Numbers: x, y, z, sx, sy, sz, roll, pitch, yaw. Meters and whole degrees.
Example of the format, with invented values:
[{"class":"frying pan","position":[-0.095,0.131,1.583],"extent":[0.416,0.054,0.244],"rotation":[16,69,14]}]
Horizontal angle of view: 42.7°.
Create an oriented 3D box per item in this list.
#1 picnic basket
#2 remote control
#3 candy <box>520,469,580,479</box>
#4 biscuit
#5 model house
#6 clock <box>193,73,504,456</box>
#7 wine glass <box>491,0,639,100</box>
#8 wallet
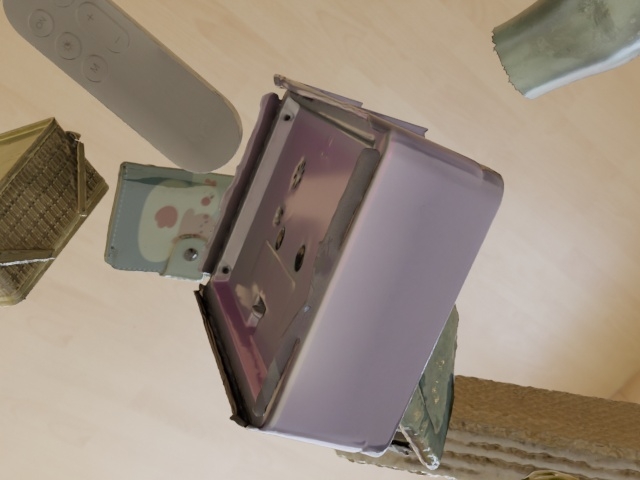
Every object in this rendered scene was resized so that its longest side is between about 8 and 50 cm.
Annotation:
[{"class":"picnic basket","position":[-0.272,-0.022,0.697],"extent":[0.115,0.164,0.079],"rotation":[-8,130,34]},{"class":"remote control","position":[-0.171,-0.152,0.717],"extent":[0.245,0.022,0.077],"rotation":[40,109,-6]},{"class":"candy","position":[0.114,0.203,0.358],"extent":[0.106,0.094,0.198],"rotation":[10,70,-42]},{"class":"biscuit","position":[0.223,0.210,0.851],"extent":[0.426,0.144,0.078],"rotation":[8,104,13]},{"class":"model house","position":[0.029,0.092,0.664],"extent":[0.106,0.152,0.165],"rotation":[11,83,-51]},{"class":"clock","position":[0.000,-0.001,0.418],"extent":[0.073,0.193,0.144],"rotation":[20,100,-19]},{"class":"wine glass","position":[0.251,-0.197,0.696],"extent":[0.202,0.092,0.093],"rotation":[-24,130,32]},{"class":"wallet","position":[-0.264,-0.029,1.704],"extent":[0.361,0.083,0.252],"rotation":[7,113,-26]}]
